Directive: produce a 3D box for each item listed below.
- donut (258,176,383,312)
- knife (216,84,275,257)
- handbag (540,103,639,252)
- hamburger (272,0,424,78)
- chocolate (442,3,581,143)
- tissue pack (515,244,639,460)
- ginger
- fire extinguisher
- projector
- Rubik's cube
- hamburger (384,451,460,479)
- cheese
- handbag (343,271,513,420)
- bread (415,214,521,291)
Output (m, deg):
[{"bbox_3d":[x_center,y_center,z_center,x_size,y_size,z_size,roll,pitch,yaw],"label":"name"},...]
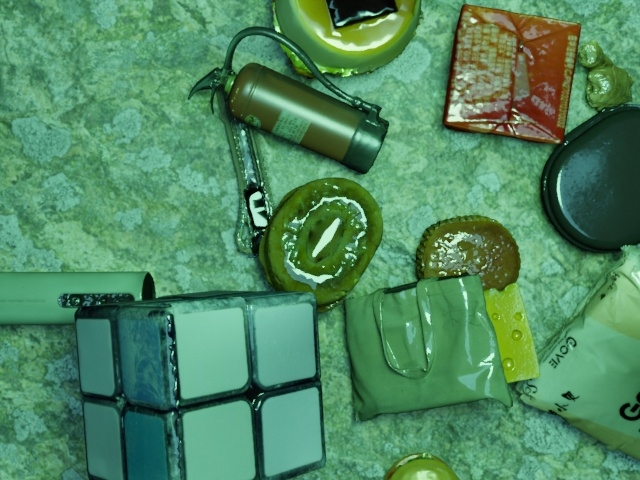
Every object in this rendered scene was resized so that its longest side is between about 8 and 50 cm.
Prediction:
[{"bbox_3d":[0.000,0.000,1.426,0.209,0.128,0.261,26,80,-4],"label":"donut"},{"bbox_3d":[-0.149,-0.149,1.485,0.089,0.043,0.365,-10,88,-9],"label":"knife"},{"bbox_3d":[0.573,-0.120,1.463,0.308,0.093,0.253,-35,88,0],"label":"handbag"},{"bbox_3d":[0.050,-0.450,1.425,0.294,0.179,0.276,-20,92,-4],"label":"hamburger"},{"bbox_3d":[0.361,-0.312,1.458,0.235,0.108,0.237,8,88,0],"label":"chocolate"},{"bbox_3d":[0.619,0.226,1.416,0.390,0.195,0.375,24,111,0],"label":"tissue pack"},{"bbox_3d":[0.541,-0.311,1.462,0.165,0.067,0.096,30,95,-28],"label":"ginger"},{"bbox_3d":[-0.049,-0.275,1.422,0.376,0.113,0.200,21,109,-6],"label":"fire extinguisher"},{"bbox_3d":[-0.494,0.112,1.449,0.338,0.108,0.108,0,89,0],"label":"projector"},{"bbox_3d":[-0.204,0.248,1.290,0.313,0.318,0.316,-4,90,-43],"label":"Rubik's cube"},{"bbox_3d":[0.196,0.486,1.441,0.162,0.115,0.162,0,91,-2],"label":"hamburger"},{"bbox_3d":[0.341,0.168,1.421,0.093,0.126,0.171,-13,104,-2],"label":"cheese"},{"bbox_3d":[0.183,0.202,1.410,0.316,0.109,0.253,-14,87,33],"label":"handbag"},{"bbox_3d":[0.284,0.042,1.453,0.199,0.104,0.199,0,91,-1],"label":"bread"}]
